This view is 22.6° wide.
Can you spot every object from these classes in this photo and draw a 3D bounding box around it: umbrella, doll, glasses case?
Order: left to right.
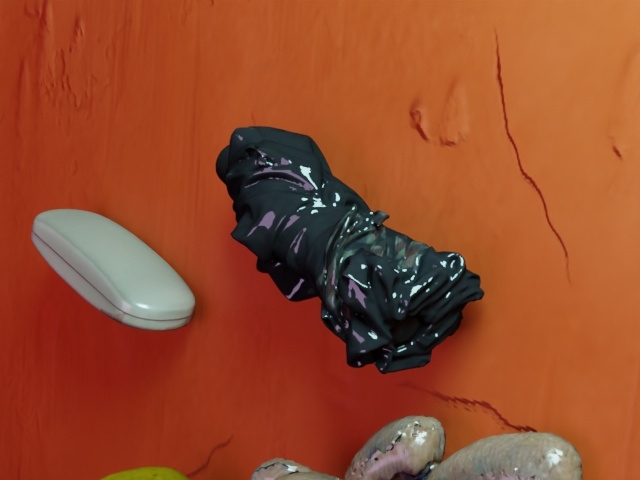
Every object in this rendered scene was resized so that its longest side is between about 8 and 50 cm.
[{"bbox_3d":[-0.185,0.024,1.415,0.204,0.081,0.051,37,120,46],"label":"glasses case"},{"bbox_3d":[0.001,0.001,1.158,0.110,0.122,0.272,-44,42,-7],"label":"umbrella"},{"bbox_3d":[0.041,0.214,1.083,0.303,0.156,0.201,-29,63,40],"label":"doll"}]

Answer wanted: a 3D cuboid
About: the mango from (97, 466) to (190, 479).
[{"bbox_3d":[-0.194,0.357,1.314,0.365,0.253,0.182,-64,18,-11],"label":"mango"}]
